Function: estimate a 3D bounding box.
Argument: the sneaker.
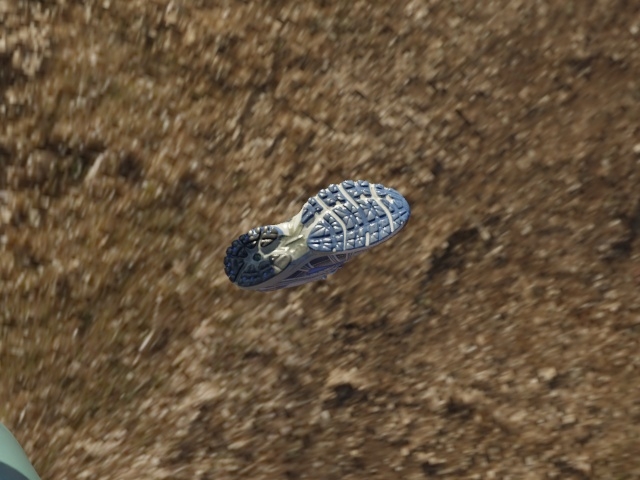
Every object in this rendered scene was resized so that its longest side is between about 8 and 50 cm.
[{"bbox_3d":[0.000,0.000,1.125,0.135,0.058,0.052,-20,69,6],"label":"sneaker"}]

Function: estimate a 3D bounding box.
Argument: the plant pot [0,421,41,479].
[{"bbox_3d":[-0.327,0.280,1.261,0.293,0.235,0.293,-6,103,-26],"label":"plant pot"}]
